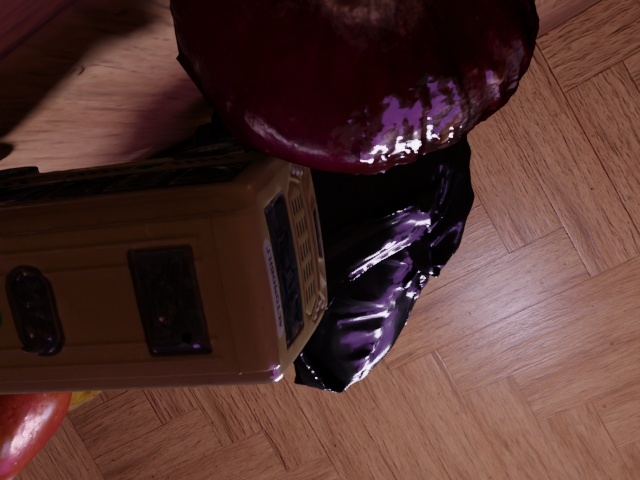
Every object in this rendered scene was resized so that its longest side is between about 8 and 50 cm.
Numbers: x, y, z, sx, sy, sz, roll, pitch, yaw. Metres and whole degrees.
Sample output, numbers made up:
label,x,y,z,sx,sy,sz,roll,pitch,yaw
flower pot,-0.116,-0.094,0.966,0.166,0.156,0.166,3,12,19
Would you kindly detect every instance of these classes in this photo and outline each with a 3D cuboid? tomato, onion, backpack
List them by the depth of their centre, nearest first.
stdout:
label,x,y,z,sx,sy,sz,roll,pitch,yaw
onion,0.014,-0.138,0.435,0.206,0.207,0.216,-33,176,-2
backpack,0.000,0.000,0.873,0.363,0.446,0.255,17,-152,14
tomato,-0.599,0.264,1.084,0.293,0.324,0.290,-93,-162,-68

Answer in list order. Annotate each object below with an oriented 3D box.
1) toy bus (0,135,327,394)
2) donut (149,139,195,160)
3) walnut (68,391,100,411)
label,x,y,z,sx,sy,sz,roll,pitch,yaw
toy bus,-0.189,0.023,0.528,0.365,0.177,0.202,-6,-164,12
donut,-0.203,-0.085,1.024,0.226,0.114,0.226,-30,-178,1
walnut,-0.624,0.247,1.500,0.354,0.308,0.398,-31,-178,31
